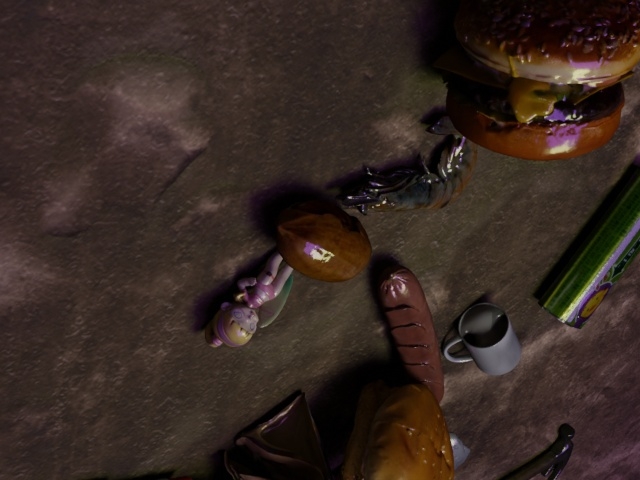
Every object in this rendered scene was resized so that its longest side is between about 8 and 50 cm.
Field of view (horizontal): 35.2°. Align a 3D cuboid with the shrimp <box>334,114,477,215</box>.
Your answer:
[{"bbox_3d":[0.147,-0.117,1.568,0.296,0.058,0.169,-10,122,-42],"label":"shrimp"}]

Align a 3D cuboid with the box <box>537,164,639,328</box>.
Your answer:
[{"bbox_3d":[0.584,0.015,2.046,0.346,0.097,0.134,-56,149,11],"label":"box"}]

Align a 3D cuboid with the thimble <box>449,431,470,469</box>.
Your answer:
[{"bbox_3d":[0.218,0.419,2.031,0.118,0.127,0.151,-43,150,-6],"label":"thimble"}]

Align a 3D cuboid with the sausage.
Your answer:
[{"bbox_3d":[0.168,0.175,1.813,0.088,0.088,0.433,-36,141,-14],"label":"sausage"}]

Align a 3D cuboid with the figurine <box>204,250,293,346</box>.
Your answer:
[{"bbox_3d":[-0.100,0.088,1.511,0.187,0.083,0.083,-54,143,-14],"label":"figurine"}]

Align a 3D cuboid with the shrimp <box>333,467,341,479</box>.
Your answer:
[{"bbox_3d":[0.098,0.554,2.068,0.222,0.054,0.290,-35,125,-24],"label":"shrimp"}]

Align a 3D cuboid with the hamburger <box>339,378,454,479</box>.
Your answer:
[{"bbox_3d":[0.137,0.410,1.804,0.290,0.170,0.314,61,38,-45],"label":"hamburger"}]

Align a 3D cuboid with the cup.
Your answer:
[{"bbox_3d":[0.314,0.191,1.967,0.133,0.136,0.099,54,47,-52],"label":"cup"}]

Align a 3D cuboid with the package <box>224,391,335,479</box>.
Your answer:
[{"bbox_3d":[-0.048,0.456,1.793,0.164,0.221,0.311,-19,138,-1],"label":"package"}]

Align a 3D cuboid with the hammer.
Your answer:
[{"bbox_3d":[0.452,0.602,2.475,0.439,0.044,0.168,-22,134,-27],"label":"hammer"}]

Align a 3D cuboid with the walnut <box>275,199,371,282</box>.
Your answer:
[{"bbox_3d":[0.000,0.000,1.486,0.207,0.116,0.116,16,111,-50],"label":"walnut"}]

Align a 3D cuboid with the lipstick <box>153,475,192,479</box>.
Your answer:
[{"bbox_3d":[-0.321,0.409,1.578,0.274,0.061,0.068,-1,120,-42],"label":"lipstick"}]

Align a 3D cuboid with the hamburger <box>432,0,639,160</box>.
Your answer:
[{"bbox_3d":[0.312,-0.263,1.425,0.290,0.291,0.225,-22,133,-28],"label":"hamburger"}]
